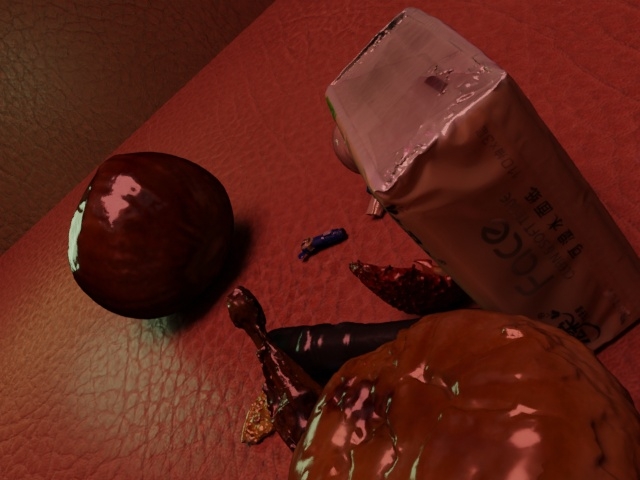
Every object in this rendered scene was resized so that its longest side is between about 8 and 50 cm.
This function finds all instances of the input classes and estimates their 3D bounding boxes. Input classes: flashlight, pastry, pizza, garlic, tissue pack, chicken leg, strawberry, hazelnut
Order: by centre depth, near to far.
[{"bbox_3d":[0.150,0.265,0.719,0.410,0.245,0.409,-32,29,21],"label":"pastry"},{"bbox_3d":[0.215,-0.068,0.897,0.205,0.405,0.331,-41,30,12],"label":"tissue pack"},{"bbox_3d":[0.124,0.073,1.066,0.167,0.208,0.086,9,95,62],"label":"strawberry"},{"bbox_3d":[0.075,0.165,1.080,0.424,0.103,0.103,-14,42,41],"label":"flashlight"},{"bbox_3d":[-0.065,0.203,1.085,0.304,0.093,0.113,61,145,20],"label":"chicken leg"},{"bbox_3d":[-0.088,0.299,1.182,0.109,0.026,0.122,-11,43,40],"label":"pizza"},{"bbox_3d":[0.130,-0.152,1.371,0.219,0.219,0.211,17,107,56],"label":"garlic"},{"bbox_3d":[0.000,0.000,1.429,0.121,0.035,0.057,-22,36,33],"label":"flashlight"},{"bbox_3d":[-0.400,-0.008,1.640,0.421,0.352,0.420,-4,62,8],"label":"hazelnut"}]

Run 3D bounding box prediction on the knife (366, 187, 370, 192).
[{"bbox_3d":[0.140,-0.214,1.536,0.044,0.026,0.296,-20,41,40],"label":"knife"}]
